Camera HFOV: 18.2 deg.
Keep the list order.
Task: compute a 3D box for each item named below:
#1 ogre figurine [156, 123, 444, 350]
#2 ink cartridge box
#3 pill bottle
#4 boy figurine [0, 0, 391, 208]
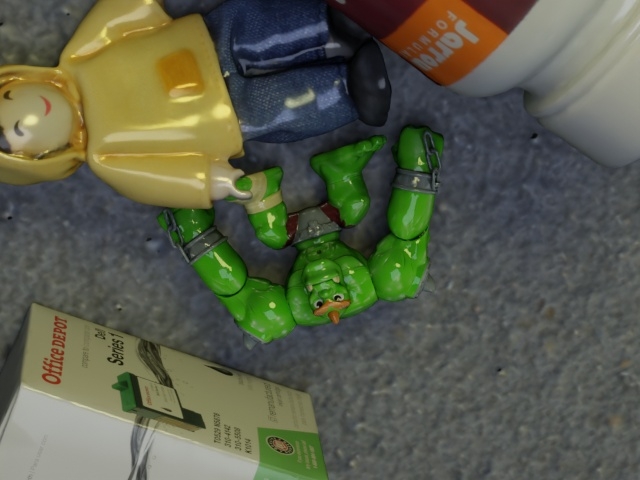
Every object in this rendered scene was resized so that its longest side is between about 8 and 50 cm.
[{"bbox_3d":[0.000,0.000,1.377,0.197,0.097,0.118,-19,93,-14],"label":"ogre figurine"},{"bbox_3d":[-0.117,0.139,1.375,0.219,0.160,0.093,20,105,-12],"label":"ink cartridge box"},{"bbox_3d":[0.075,-0.229,1.213,0.392,0.224,0.224,35,103,-10],"label":"pill bottle"},{"bbox_3d":[-0.104,-0.105,1.317,0.285,0.092,0.177,-11,81,-6],"label":"boy figurine"}]
